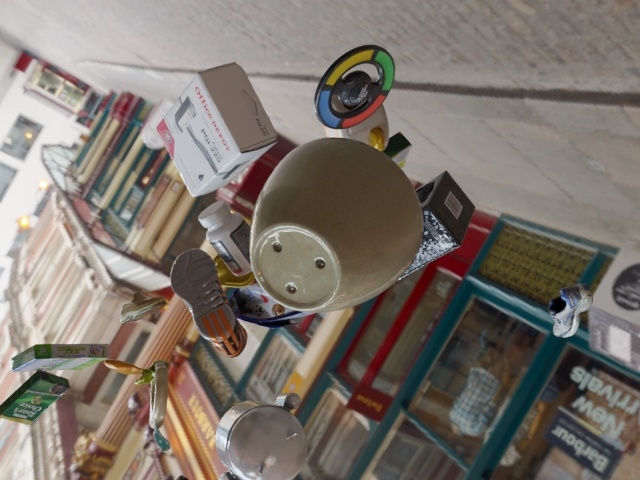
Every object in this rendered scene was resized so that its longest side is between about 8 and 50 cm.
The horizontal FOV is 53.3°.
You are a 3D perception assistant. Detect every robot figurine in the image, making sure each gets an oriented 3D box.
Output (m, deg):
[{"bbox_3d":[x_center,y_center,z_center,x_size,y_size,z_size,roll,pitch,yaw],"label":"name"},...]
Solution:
[{"bbox_3d":[-0.154,0.519,1.636,0.200,0.299,0.353,36,161,-11],"label":"robot figurine"}]

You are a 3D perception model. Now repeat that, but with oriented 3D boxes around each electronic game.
[{"bbox_3d":[0.083,-0.363,1.526,0.048,0.229,0.229,51,-169,31],"label":"electronic game"}]

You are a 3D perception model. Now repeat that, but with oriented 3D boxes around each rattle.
[{"bbox_3d":[-0.395,0.364,1.390,0.143,0.199,0.130,4,-173,-36],"label":"rattle"}]

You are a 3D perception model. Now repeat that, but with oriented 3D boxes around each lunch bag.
[{"bbox_3d":[-0.123,0.202,2.414,0.328,0.386,0.238,5,-113,-73],"label":"lunch bag"}]

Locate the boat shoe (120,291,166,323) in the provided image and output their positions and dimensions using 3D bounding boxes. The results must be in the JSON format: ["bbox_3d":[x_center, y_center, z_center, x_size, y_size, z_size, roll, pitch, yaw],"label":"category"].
[{"bbox_3d":[-0.514,0.180,1.821,0.068,0.190,0.072,2,-111,-54],"label":"boat shoe"}]

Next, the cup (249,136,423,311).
[{"bbox_3d":[0.000,0.000,1.170,0.331,0.331,0.237,31,-149,8],"label":"cup"}]

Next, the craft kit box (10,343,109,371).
[{"bbox_3d":[-0.889,0.401,2.178,0.247,0.060,0.250,11,155,-41],"label":"craft kit box"}]

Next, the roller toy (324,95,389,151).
[{"bbox_3d":[0.101,-0.321,1.746,0.209,0.146,0.191,-169,62,-77],"label":"roller toy"}]

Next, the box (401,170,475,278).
[{"bbox_3d":[0.332,-0.047,2.158,0.182,0.294,0.296,50,-145,-8],"label":"box"}]

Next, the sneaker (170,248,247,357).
[{"bbox_3d":[-0.287,0.176,1.656,0.180,0.125,0.321,73,171,-51],"label":"sneaker"}]

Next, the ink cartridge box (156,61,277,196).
[{"bbox_3d":[-0.190,-0.193,1.147,0.218,0.092,0.158,-29,89,51],"label":"ink cartridge box"}]

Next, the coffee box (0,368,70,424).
[{"bbox_3d":[-0.848,0.466,1.889,0.113,0.184,0.040,42,-171,-49],"label":"coffee box"}]

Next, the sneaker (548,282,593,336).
[{"bbox_3d":[0.424,0.122,1.119,0.058,0.135,0.052,-2,-134,-3],"label":"sneaker"}]

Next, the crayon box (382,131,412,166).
[{"bbox_3d":[0.201,-0.280,2.536,0.081,0.319,0.202,52,165,14],"label":"crayon box"}]

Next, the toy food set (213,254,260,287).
[{"bbox_3d":[-0.278,0.107,2.271,0.218,0.128,0.071,5,172,18],"label":"toy food set"}]

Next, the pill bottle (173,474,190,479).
[{"bbox_3d":[-0.498,0.885,2.075,0.123,0.219,0.122,32,144,27],"label":"pill bottle"}]

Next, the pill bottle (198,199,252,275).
[{"bbox_3d":[-0.225,-0.009,1.622,0.180,0.108,0.108,57,170,-22],"label":"pill bottle"}]
